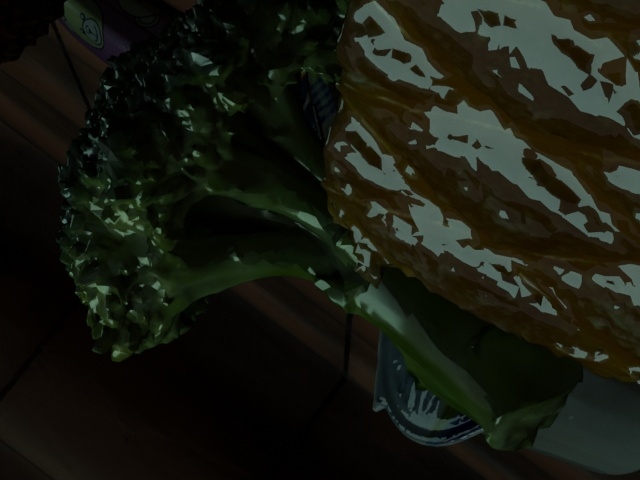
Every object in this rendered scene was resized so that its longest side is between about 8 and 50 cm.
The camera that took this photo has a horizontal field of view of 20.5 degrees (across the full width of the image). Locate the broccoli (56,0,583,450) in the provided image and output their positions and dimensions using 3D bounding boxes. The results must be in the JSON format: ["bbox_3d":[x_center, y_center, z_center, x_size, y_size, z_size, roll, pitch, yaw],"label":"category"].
[{"bbox_3d":[-0.024,0.006,1.298,0.353,0.275,0.397,-16,108,48],"label":"broccoli"}]

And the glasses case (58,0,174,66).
[{"bbox_3d":[-0.174,-0.200,1.915,0.316,0.076,0.123,34,169,18],"label":"glasses case"}]

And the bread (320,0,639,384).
[{"bbox_3d":[0.165,-0.086,0.709,0.279,0.207,0.279,27,147,15],"label":"bread"}]

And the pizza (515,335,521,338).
[{"bbox_3d":[0.129,-0.089,1.095,0.258,0.087,0.268,120,129,-70],"label":"pizza"}]

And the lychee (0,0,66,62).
[{"bbox_3d":[-0.389,-0.288,1.741,0.304,0.275,0.276,15,-179,-27],"label":"lychee"}]

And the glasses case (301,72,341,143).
[{"bbox_3d":[0.051,-0.042,1.497,0.125,0.076,0.327,28,-152,-29],"label":"glasses case"}]

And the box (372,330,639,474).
[{"bbox_3d":[0.213,0.085,1.470,0.206,0.262,0.291,24,-175,-28],"label":"box"}]

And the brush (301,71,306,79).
[{"bbox_3d":[-0.059,-0.202,1.710,0.083,0.011,0.205,29,165,46],"label":"brush"}]
